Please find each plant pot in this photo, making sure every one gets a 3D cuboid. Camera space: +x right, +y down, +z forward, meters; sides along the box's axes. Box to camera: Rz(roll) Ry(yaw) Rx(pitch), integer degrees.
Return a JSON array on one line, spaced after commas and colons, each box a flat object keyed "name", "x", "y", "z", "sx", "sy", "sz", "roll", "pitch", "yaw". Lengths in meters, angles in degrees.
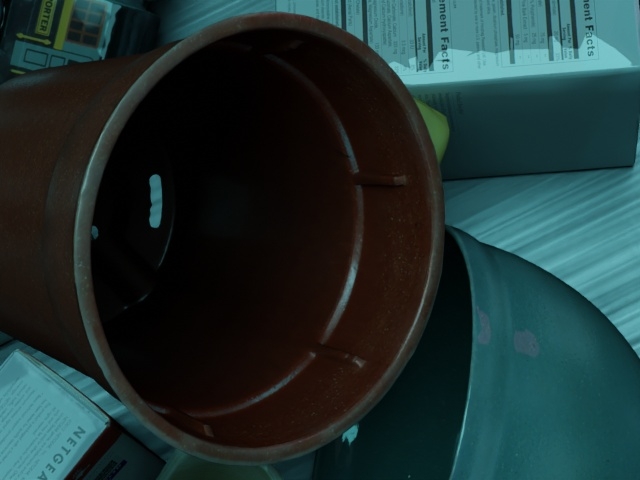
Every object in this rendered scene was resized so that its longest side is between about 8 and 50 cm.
[{"name": "plant pot", "x": -0.107, "y": -0.011, "z": 1.100, "sx": 0.265, "sy": 0.272, "sz": 0.272, "roll": 8, "pitch": 69, "yaw": 52}, {"name": "plant pot", "x": 0.133, "y": 0.152, "z": 1.179, "sx": 0.196, "sy": 0.293, "sz": 0.293, "roll": 15, "pitch": 74, "yaw": -15}]

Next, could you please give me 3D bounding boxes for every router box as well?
[{"name": "router box", "x": -0.253, "y": 0.251, "z": 1.169, "sx": 0.082, "sy": 0.301, "sz": 0.335, "roll": 37, "pitch": 82, "yaw": 11}]

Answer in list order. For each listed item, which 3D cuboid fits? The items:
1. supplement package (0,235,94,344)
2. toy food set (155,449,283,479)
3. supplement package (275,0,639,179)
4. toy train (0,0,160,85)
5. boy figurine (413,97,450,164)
[{"name": "supplement package", "x": -0.298, "y": -0.008, "z": 1.311, "sx": 0.194, "sy": 0.203, "sz": 0.149, "roll": -28, "pitch": 71, "yaw": 0}, {"name": "toy food set", "x": -0.049, "y": 0.307, "z": 1.159, "sx": 0.092, "sy": 0.220, "sz": 0.306, "roll": -18, "pitch": 69, "yaw": -26}, {"name": "supplement package", "x": 0.109, "y": -0.172, "z": 1.304, "sx": 0.263, "sy": 0.199, "sz": 0.198, "roll": -4, "pitch": 72, "yaw": 7}, {"name": "toy train", "x": -0.212, "y": -0.256, "z": 1.385, "sx": 0.190, "sy": 0.142, "sz": 0.334, "roll": 15, "pitch": 92, "yaw": 6}, {"name": "boy figurine", "x": 0.000, "y": 0.000, "z": 1.237, "sx": 0.092, "sy": 0.285, "sz": 0.177, "roll": 11, "pitch": 32, "yaw": -27}]
